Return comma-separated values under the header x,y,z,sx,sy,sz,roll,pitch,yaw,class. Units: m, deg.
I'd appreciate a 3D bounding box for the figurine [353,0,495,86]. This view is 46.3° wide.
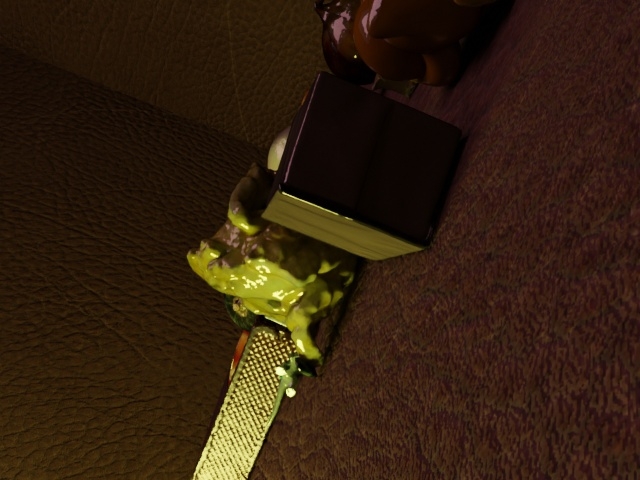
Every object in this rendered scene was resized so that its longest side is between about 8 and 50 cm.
x,y,z,sx,sy,sz,roll,pitch,yaw,class
0.124,-0.302,0.951,0.228,0.215,0.215,-30,-37,-78,figurine

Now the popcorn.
x,y,z,sx,sy,sz,roll,pitch,yaw,class
-0.061,0.018,1.188,0.237,0.293,0.293,-50,7,2,popcorn

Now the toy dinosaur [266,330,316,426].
x,y,z,sx,sy,sz,roll,pitch,yaw,class
-0.055,0.238,1.352,0.106,0.044,0.187,-66,-7,-60,toy dinosaur

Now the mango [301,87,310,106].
x,y,z,sx,sy,sz,roll,pitch,yaw,class
0.032,-0.275,1.701,0.138,0.187,0.257,-27,15,20,mango

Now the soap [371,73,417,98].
x,y,z,sx,sy,sz,roll,pitch,yaw,class
0.165,-0.375,1.318,0.135,0.076,0.233,123,165,-61,soap

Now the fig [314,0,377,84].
x,y,z,sx,sy,sz,roll,pitch,yaw,class
0.096,-0.473,1.703,0.235,0.214,0.235,176,90,-86,fig

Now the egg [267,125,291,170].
x,y,z,sx,sy,sz,roll,pitch,yaw,class
-0.042,-0.230,1.946,0.271,0.162,0.206,-55,13,-24,egg

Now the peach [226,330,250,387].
x,y,z,sx,sy,sz,roll,pitch,yaw,class
-0.212,0.323,2.280,0.189,0.068,0.279,85,-156,-86,peach

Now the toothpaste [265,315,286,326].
x,y,z,sx,sy,sz,roll,pitch,yaw,class
0.000,0.000,1.370,0.067,0.081,0.336,-156,90,-85,toothpaste

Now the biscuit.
x,y,z,sx,sy,sz,roll,pitch,yaw,class
-0.142,0.328,1.467,0.073,0.107,0.388,-82,14,-76,biscuit

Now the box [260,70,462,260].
x,y,z,sx,sy,sz,roll,pitch,yaw,class
0.039,-0.079,0.923,0.252,0.188,0.153,145,146,-83,box

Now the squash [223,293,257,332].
x,y,z,sx,sy,sz,roll,pitch,yaw,class
-0.152,0.140,1.856,0.156,0.193,0.193,-37,-7,-22,squash
